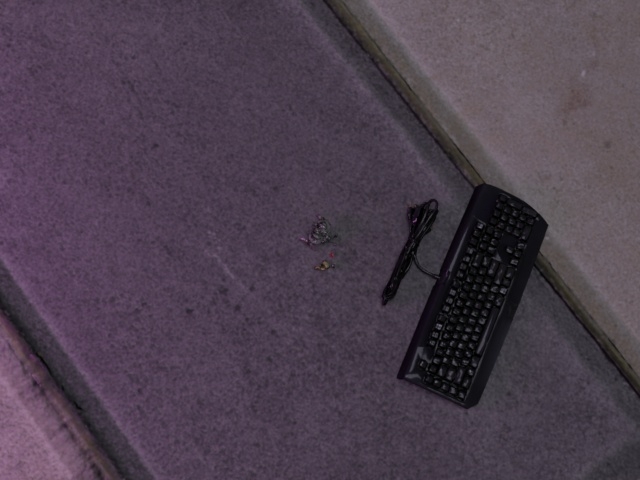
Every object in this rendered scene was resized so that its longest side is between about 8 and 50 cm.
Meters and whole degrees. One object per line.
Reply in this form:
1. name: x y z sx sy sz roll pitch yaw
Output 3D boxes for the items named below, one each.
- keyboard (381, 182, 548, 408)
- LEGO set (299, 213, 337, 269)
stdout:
1. keyboard: 0.189 0.060 1.646 0.201 0.033 0.317 24 73 1
2. LEGO set: 0.003 0.001 1.644 0.054 0.023 0.083 -24 79 -12
